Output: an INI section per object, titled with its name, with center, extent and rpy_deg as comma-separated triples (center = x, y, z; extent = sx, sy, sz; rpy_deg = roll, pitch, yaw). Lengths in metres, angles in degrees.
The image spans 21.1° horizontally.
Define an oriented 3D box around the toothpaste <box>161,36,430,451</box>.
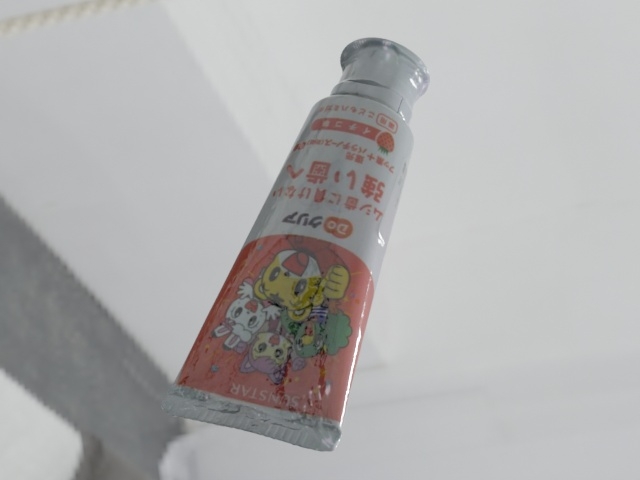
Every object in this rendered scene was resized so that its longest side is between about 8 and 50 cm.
[toothpaste]
center = 0.000, 0.000, 0.875
extent = 0.057, 0.089, 0.234
rpy_deg = 78, 27, -55
